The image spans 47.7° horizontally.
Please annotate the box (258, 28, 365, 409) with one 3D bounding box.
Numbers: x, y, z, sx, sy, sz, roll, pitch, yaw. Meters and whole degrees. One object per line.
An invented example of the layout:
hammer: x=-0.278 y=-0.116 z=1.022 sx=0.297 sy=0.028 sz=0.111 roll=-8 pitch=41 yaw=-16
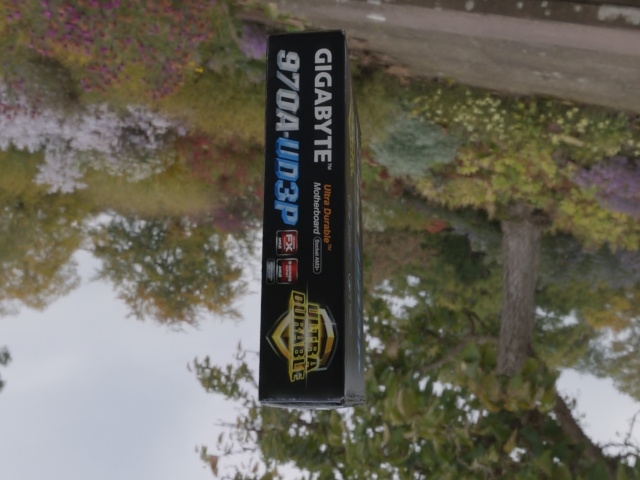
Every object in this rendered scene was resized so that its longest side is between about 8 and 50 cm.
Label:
box: x=0.000 y=0.000 z=0.486 sx=0.051 sy=0.221 sz=0.175 roll=-1 pitch=167 yaw=7
